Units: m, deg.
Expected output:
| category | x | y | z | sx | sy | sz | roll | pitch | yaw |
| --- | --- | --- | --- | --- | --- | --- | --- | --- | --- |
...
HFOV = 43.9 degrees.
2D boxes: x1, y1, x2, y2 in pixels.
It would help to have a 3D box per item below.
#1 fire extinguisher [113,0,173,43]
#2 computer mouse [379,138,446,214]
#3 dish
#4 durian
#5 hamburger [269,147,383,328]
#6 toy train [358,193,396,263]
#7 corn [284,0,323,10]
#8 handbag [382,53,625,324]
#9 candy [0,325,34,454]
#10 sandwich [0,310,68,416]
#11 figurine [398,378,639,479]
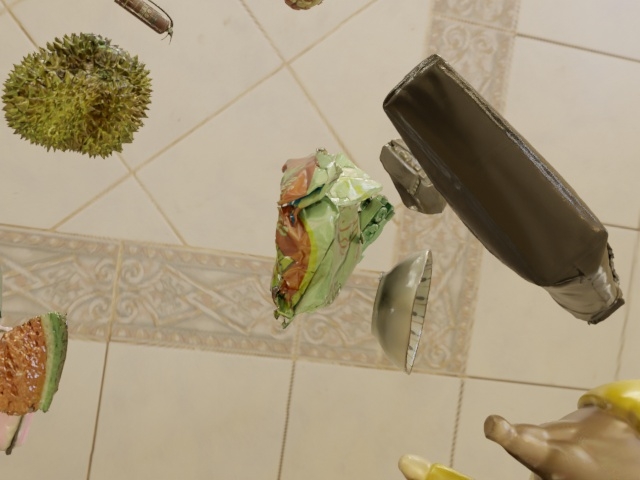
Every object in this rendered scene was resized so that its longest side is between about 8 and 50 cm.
| category | x | y | z | sx | sy | sz | roll | pitch | yaw |
| --- | --- | --- | --- | --- | --- | --- | --- | --- | --- |
| fire extinguisher | -0.407 | -0.531 | 1.867 | 0.158 | 0.043 | 0.064 | 33 | 81 | -26 |
| computer mouse | 0.206 | -0.137 | 1.697 | 0.106 | 0.062 | 0.192 | -38 | 93 | -22 |
| dish | 0.111 | 0.097 | 1.134 | 0.066 | 0.191 | 0.190 | 11 | 90 | 13 |
| durian | -0.468 | -0.274 | 1.544 | 0.291 | 0.224 | 0.291 | 4 | 54 | -5 |
| hamburger | 0.005 | -0.004 | 1.186 | 0.151 | 0.276 | 0.260 | 6 | 91 | -3 |
| toy train | 0.102 | -0.027 | 1.809 | 0.071 | 0.105 | 0.178 | 44 | 103 | 27 |
| corn | 0.021 | -0.396 | 1.136 | 0.080 | 0.237 | 0.079 | 4 | 84 | -35 |
| handbag | 0.166 | -0.033 | 0.719 | 0.080 | 0.223 | 0.246 | -40 | 63 | 7 |
| candy | -0.714 | 0.331 | 1.790 | 0.156 | 0.116 | 0.264 | 17 | 86 | -3 |
| sandwich | -0.528 | 0.212 | 1.388 | 0.160 | 0.109 | 0.184 | 11 | 78 | -38 |
| figurine | 0.183 | 0.236 | 0.611 | 0.344 | 0.187 | 0.215 | -16 | 65 | -1 |
